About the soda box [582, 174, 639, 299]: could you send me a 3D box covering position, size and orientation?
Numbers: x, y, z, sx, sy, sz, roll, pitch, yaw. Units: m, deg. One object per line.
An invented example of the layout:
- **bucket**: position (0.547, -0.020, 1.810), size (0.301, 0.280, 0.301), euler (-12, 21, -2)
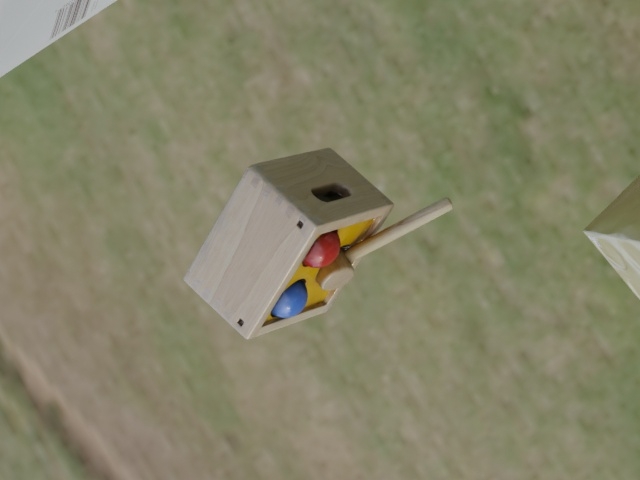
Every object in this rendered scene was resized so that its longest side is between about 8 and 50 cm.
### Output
- **soda box**: position (0.197, 0.005, 0.939), size (0.061, 0.058, 0.181), euler (49, 170, -16)

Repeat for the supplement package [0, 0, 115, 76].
- **supplement package**: position (-0.220, -0.236, 1.255), size (0.203, 0.194, 0.149), euler (39, 137, 13)

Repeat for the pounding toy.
- **pounding toy**: position (0.000, 0.000, 1.485), size (0.100, 0.141, 0.130), euler (42, 119, 20)
